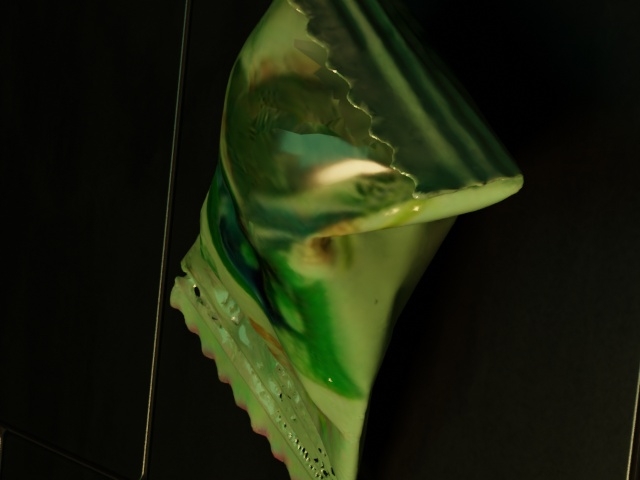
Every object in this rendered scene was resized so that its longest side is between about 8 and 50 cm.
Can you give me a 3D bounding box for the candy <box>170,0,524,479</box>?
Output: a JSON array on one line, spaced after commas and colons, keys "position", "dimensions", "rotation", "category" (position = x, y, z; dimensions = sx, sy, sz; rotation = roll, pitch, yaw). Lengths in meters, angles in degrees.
[{"position": [-0.006, 0.002, 0.976], "dimensions": [0.263, 0.172, 0.398], "rotation": [62, 144, 36], "category": "candy"}]
